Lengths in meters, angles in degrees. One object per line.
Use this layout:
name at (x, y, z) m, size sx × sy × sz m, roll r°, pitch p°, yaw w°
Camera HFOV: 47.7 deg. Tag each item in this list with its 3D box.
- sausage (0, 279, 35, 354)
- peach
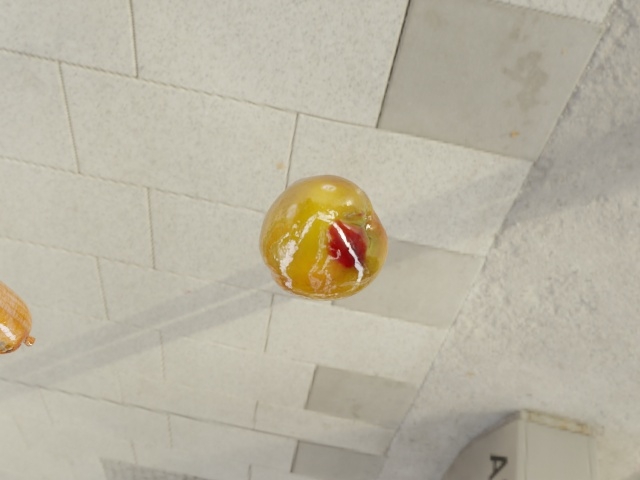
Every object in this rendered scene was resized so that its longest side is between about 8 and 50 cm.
sausage at (-0.302, -0.017, 0.462) m, size 0.053 × 0.053 × 0.348 m, roll -8°, pitch 140°, yaw 22°
peach at (0.000, 0.000, 0.776) m, size 0.138 × 0.138 × 0.138 m, roll 6°, pitch 141°, yaw 5°
